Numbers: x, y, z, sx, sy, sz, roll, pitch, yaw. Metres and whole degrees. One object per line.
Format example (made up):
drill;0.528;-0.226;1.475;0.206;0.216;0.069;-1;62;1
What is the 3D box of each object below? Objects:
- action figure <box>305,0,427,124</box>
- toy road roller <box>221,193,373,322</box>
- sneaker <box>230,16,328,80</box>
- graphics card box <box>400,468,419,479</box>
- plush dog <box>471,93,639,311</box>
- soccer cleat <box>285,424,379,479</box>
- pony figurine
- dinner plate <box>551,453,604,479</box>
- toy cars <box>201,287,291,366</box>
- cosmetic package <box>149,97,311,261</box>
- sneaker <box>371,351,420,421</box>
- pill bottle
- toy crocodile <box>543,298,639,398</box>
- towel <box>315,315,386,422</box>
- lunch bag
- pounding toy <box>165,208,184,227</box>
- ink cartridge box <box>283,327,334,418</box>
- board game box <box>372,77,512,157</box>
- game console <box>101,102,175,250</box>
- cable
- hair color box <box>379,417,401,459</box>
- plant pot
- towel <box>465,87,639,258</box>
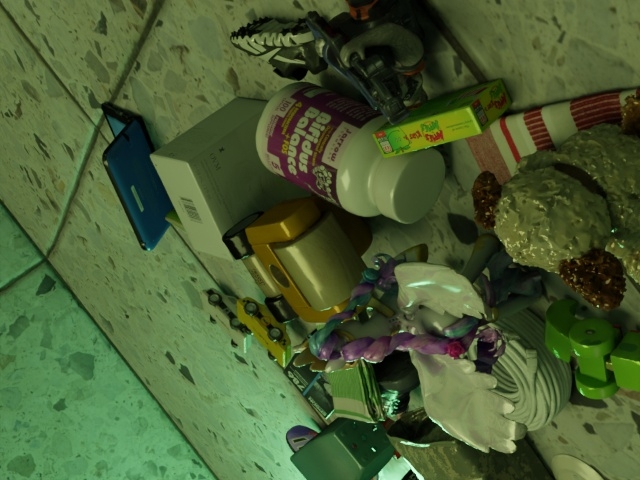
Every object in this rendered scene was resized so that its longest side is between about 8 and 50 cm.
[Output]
action figure;0.089;-0.304;1.330;0.341;0.178;0.330;-120;8;-48
toy road roller;0.000;0.000;1.747;0.203;0.240;0.329;57;157;-14
sneaker;-0.069;-0.317;1.655;0.234;0.078;0.106;13;132;49
graphics card box;0.354;0.650;2.173;0.370;0.094;0.233;13;134;50
plush dog;0.309;-0.043;1.173;0.262;0.225;0.211;37;147;28
soccer cleat;0.033;0.551;2.566;0.318;0.108;0.117;30;126;40
pony figurine;0.177;0.123;1.485;0.350;0.363;0.303;8;119;43
dinner plate;0.482;0.455;1.817;0.141;0.017;0.141;37;148;28
toy cars;-0.171;0.200;2.456;0.393;0.087;0.177;7;124;59
cosmetic package;-0.165;-0.121;1.886;0.138;0.224;0.224;14;136;47
sneaker;0.159;0.314;2.050;0.131;0.112;0.319;55;161;-2
pill bottle;0.049;-0.139;1.590;0.301;0.169;0.169;28;145;38
toy crocodile;0.468;0.177;1.418;0.340;0.105;0.115;17;137;42
towel;0.038;0.216;2.043;0.248;0.038;0.325;160;94;-71
lunch bag;0.282;0.441;1.946;0.235;0.169;0.287;55;149;-9
pounding toy;-0.241;-0.047;2.266;0.182;0.110;0.237;26;174;23
ink cartridge box;0.002;0.328;2.361;0.165;0.065;0.333;46;154;10
board game box;0.171;-0.172;1.399;0.181;0.092;0.043;-10;114;46
game console;-0.478;-0.156;2.406;0.173;0.250;0.293;0;129;25
cable;0.313;0.210;1.699;0.257;0.089;0.257;20;140;47
hair color box;0.150;0.436;2.281;0.072;0.043;0.141;19;138;50
plant pot;0.068;0.484;2.255;0.165;0.165;0.234;49;149;11
towel;0.355;-0.080;1.336;0.329;0.037;0.237;-6;117;57
